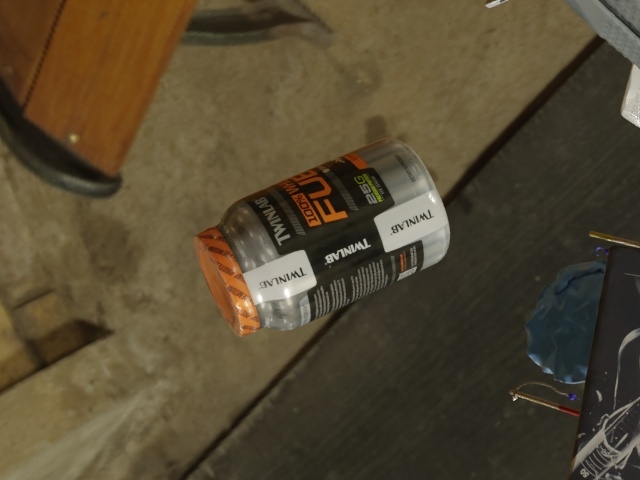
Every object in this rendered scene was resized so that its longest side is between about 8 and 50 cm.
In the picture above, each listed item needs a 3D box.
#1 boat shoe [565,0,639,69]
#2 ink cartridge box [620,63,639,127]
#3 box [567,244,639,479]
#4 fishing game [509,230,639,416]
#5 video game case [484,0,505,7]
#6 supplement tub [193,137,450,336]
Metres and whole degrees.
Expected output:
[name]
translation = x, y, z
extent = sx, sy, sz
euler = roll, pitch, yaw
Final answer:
[boat shoe]
translation = 0.092, -0.157, 0.414
extent = 0.094, 0.109, 0.302
euler = -44, 85, 1
[ink cartridge box]
translation = 0.264, -0.096, 0.617
extent = 0.181, 0.056, 0.224
euler = 39, 160, 22
[box]
translation = 0.419, 0.194, 1.068
extent = 0.343, 0.179, 0.312
euler = 9, 81, 20
[fishing game]
translation = 0.360, 0.113, 1.564
extent = 0.041, 0.264, 0.189
euler = 35, 166, -36
[video game case]
translation = 0.285, -0.387, 1.655
extent = 0.011, 0.087, 0.122
euler = 26, 168, -20
[supplement tub]
translation = 0.000, 0.000, 1.577
extent = 0.193, 0.316, 0.193
euler = 57, 163, 28
